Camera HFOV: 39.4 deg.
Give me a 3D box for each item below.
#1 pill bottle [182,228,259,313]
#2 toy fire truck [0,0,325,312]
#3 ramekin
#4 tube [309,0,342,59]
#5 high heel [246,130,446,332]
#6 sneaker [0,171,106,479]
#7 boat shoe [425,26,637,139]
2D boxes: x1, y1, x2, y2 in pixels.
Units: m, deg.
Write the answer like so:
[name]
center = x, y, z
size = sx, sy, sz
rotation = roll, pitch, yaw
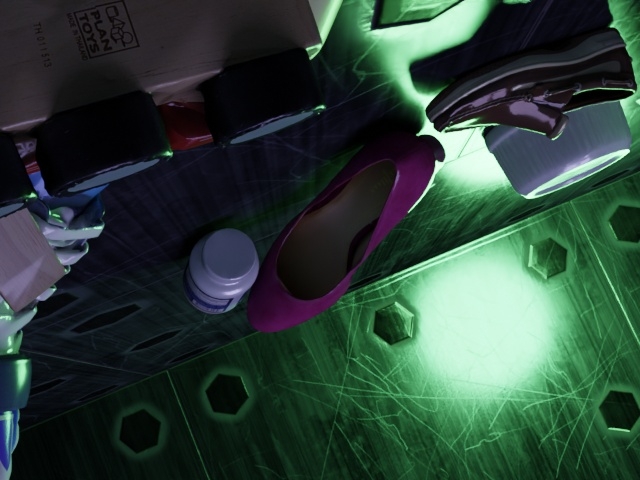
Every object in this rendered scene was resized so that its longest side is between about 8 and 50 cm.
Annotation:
[pill bottle]
center = -0.135, 0.039, 1.221
size = 0.094, 0.094, 0.169
rotation = -20, 170, -19
[toy fire truck]
center = -0.132, -0.056, 0.480
size = 0.217, 0.159, 0.246
rotation = -21, -177, -23
[ramekin]
center = 0.359, -0.146, 1.329
size = 0.207, 0.109, 0.207
rotation = -23, 170, -4
[tube]
center = -0.005, -0.159, 0.469
size = 0.062, 0.070, 0.240
rotation = -62, -177, -13
[high heel]
center = 0.000, 0.000, 1.139
size = 0.377, 0.127, 0.181
rotation = -50, 170, 22
[sneaker]
center = -0.226, 0.053, 0.643
size = 0.322, 0.236, 0.130
rotation = -25, 171, 14
[boat shoe]
center = 0.249, -0.161, 1.015
size = 0.257, 0.095, 0.095
rotation = -21, 170, -10
